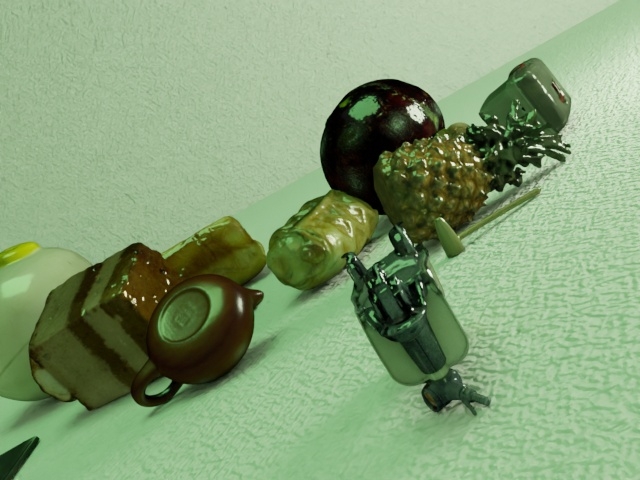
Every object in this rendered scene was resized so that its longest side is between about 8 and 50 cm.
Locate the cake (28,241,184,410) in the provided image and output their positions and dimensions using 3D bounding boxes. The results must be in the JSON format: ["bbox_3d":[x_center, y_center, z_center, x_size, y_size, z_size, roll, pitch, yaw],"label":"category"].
[{"bbox_3d":[-0.385,0.167,1.597,0.293,0.196,0.199,-30,28,16],"label":"cake"}]

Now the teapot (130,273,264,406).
[{"bbox_3d":[-0.186,0.161,1.363,0.252,0.135,0.178,-48,41,-5],"label":"teapot"}]

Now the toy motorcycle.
[{"bbox_3d":[0.088,0.072,0.865,0.091,0.157,0.263,-31,7,7],"label":"toy motorcycle"}]

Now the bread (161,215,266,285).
[{"bbox_3d":[-0.287,0.082,1.966,0.344,0.149,0.195,-31,-2,-2],"label":"bread"}]

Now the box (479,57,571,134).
[{"bbox_3d":[0.402,-0.260,1.728,0.129,0.148,0.210,-38,5,26],"label":"box"}]

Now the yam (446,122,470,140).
[{"bbox_3d":[0.316,-0.205,1.888,0.081,0.081,0.357,-28,11,8],"label":"yam"}]

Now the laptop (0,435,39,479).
[{"bbox_3d":[-0.579,0.415,1.462,0.187,0.015,0.269,-29,9,3],"label":"laptop"}]

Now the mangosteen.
[{"bbox_3d":[0.139,-0.176,1.744,0.288,0.288,0.288,-29,9,5],"label":"mangosteen"}]

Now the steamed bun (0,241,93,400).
[{"bbox_3d":[-0.600,0.176,1.905,0.334,0.334,0.374,-29,6,5],"label":"steamed bun"}]

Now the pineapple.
[{"bbox_3d":[0.255,-0.122,1.420,0.340,0.169,0.169,-24,8,-12],"label":"pineapple"}]

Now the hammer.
[{"bbox_3d":[0.250,-0.045,1.315,0.195,0.060,0.028,-29,8,-24],"label":"hammer"}]

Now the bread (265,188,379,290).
[{"bbox_3d":[0.000,0.000,1.593,0.152,0.130,0.268,-15,15,25],"label":"bread"}]
